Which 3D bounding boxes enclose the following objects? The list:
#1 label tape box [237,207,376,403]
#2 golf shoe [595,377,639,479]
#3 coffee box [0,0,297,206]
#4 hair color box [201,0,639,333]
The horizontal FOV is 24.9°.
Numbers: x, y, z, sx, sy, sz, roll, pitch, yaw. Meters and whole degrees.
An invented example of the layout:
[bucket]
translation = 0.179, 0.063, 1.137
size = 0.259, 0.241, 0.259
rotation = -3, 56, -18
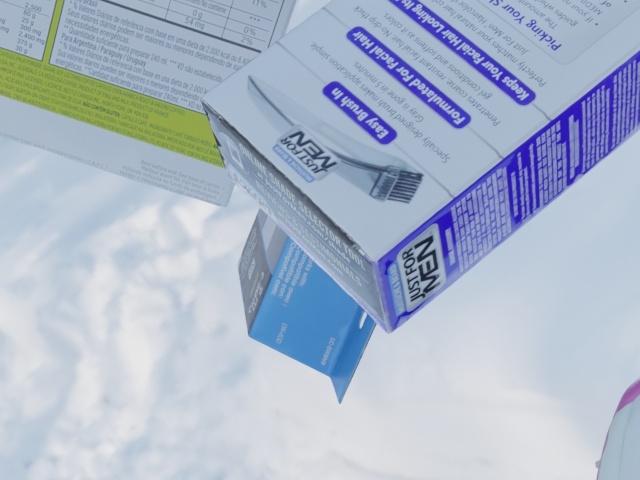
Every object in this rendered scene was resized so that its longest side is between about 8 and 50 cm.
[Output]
[label tape box]
translation = 0.000, 0.000, 1.673
size = 0.333, 0.106, 0.240
rotation = -108, 38, -69
[golf shoe]
translation = 0.224, 0.205, 0.742
size = 0.140, 0.115, 0.306
rotation = -32, 54, 49
[coffee box]
translation = -0.172, -0.291, 1.310
size = 0.337, 0.338, 0.334
rotation = -79, 8, -58
[hair color box]
translation = 0.110, -0.116, 1.009
size = 0.339, 0.110, 0.185
rotation = -37, 59, -15
